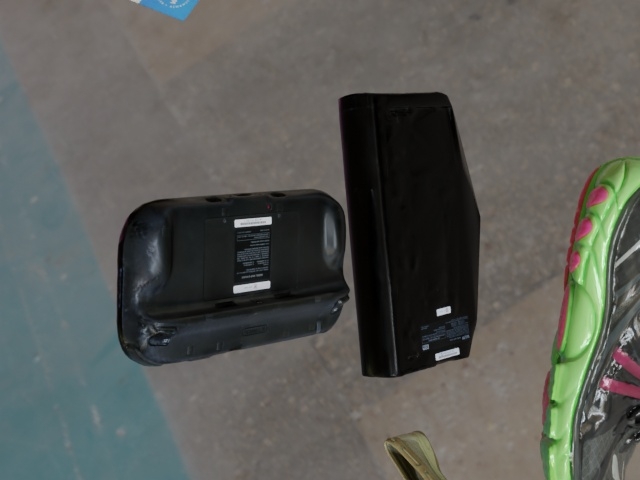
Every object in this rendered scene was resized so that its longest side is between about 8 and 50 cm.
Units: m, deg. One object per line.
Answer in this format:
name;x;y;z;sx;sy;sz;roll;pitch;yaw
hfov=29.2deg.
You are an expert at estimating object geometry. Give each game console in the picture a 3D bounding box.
game console;0.000;0.000;0.877;0.044;0.361;0.213;-3;92;42

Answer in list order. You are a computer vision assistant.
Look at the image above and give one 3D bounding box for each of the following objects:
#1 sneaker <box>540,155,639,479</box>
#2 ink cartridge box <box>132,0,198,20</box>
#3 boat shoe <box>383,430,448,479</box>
sneaker;0.369;0.149;1.425;0.202;0.483;0.185;9;20;9
ink cartridge box;-0.185;-0.289;1.025;0.134;0.231;0.078;-45;40;40
boat shoe;0.125;0.294;1.450;0.048;0.056;0.153;-7;54;-27
